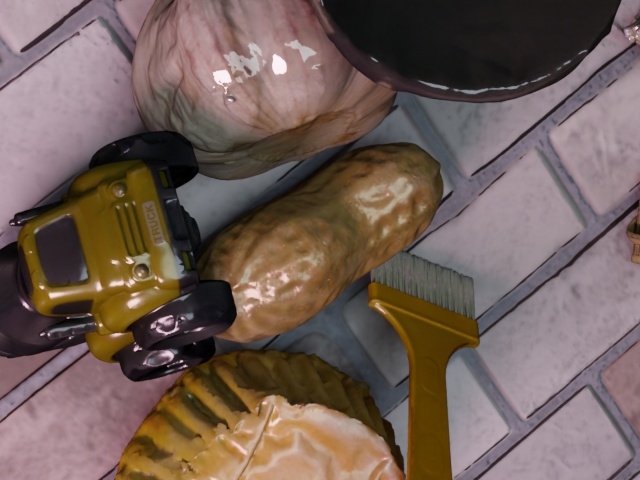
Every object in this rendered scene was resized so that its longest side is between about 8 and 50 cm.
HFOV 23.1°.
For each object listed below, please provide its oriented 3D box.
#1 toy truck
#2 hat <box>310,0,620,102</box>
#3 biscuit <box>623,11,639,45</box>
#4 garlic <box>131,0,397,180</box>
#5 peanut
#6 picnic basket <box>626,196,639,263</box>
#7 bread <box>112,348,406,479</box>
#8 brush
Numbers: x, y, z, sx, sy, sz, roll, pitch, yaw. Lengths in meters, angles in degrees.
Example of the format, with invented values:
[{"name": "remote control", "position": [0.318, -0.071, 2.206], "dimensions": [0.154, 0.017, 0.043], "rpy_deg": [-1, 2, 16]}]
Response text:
[{"name": "toy truck", "position": [-0.159, 0.023, 1.079], "dimensions": [0.165, 0.224, 0.147], "rpy_deg": [-13, 81, -16]}, {"name": "hat", "position": [0.060, -0.276, 1.083], "dimensions": [0.366, 0.257, 0.381], "rpy_deg": [17, 83, -22]}, {"name": "biscuit", "position": [0.369, -0.213, 1.327], "dimensions": [0.239, 0.062, 0.108], "rpy_deg": [-43, 107, -11]}, {"name": "garlic", "position": [-0.050, -0.164, 1.132], "dimensions": [0.219, 0.218, 0.212], "rpy_deg": [-18, 74, -17]}, {"name": "peanut", "position": [0.000, 0.000, 1.199], "dimensions": [0.226, 0.108, 0.095], "rpy_deg": [-32, 101, -15]}, {"name": "picnic basket", "position": [0.354, -0.010, 1.318], "dimensions": [0.164, 0.115, 0.079], "rpy_deg": [5, 93, -20]}, {"name": "bread", "position": [-0.042, 0.202, 1.192], "dimensions": [0.240, 0.139, 0.240], "rpy_deg": [-3, 100, -16]}, {"name": "brush", "position": [0.081, 0.113, 1.191], "dimensions": [0.103, 0.272, 0.013], "rpy_deg": [22, 134, -20]}]
